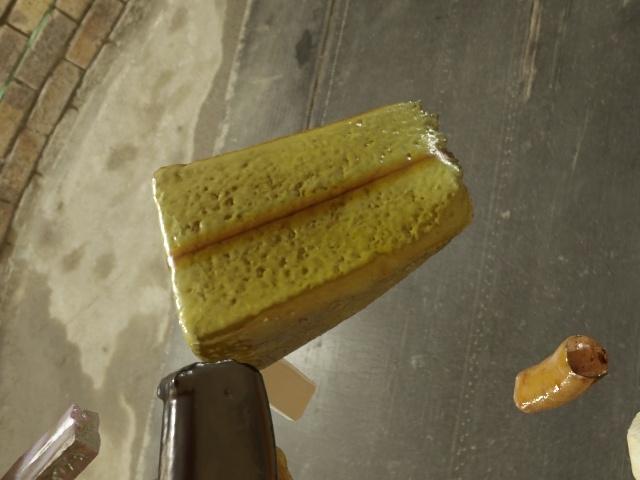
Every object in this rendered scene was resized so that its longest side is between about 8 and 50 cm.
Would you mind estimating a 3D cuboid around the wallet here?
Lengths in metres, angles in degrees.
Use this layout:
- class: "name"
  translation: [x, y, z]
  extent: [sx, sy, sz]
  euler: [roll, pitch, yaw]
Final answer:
- class: "wallet"
  translation: [-0.082, 0.289, 1.102]
  extent: [0.033, 0.190, 0.095]
  euler: [9, 62, 44]

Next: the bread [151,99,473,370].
- class: "bread"
  translation: [0.000, 0.000, 0.699]
  extent: [0.361, 0.245, 0.233]
  euler: [-19, 64, -2]

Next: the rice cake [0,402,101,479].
- class: "rice cake"
  translation: [-0.416, 0.356, 0.761]
  extent: [0.298, 0.050, 0.106]
  euler: [-47, 29, 2]

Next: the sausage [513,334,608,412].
- class: "sausage"
  translation: [0.491, 0.287, 1.147]
  extent: [0.108, 0.270, 0.109]
  euler: [6, 57, -9]

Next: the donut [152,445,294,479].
- class: "donut"
  translation: [-0.192, 0.466, 0.922]
  extent: [0.360, 0.360, 0.170]
  euler: [-32, 66, 19]

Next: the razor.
- class: "razor"
  translation: [-0.074, 0.163, 0.402]
  extent: [0.054, 0.090, 0.148]
  euler: [-33, 55, 48]

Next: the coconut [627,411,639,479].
- class: "coconut"
  translation: [0.845, 0.498, 1.252]
  extent: [0.259, 0.259, 0.259]
  euler: [-9, 72, 28]
